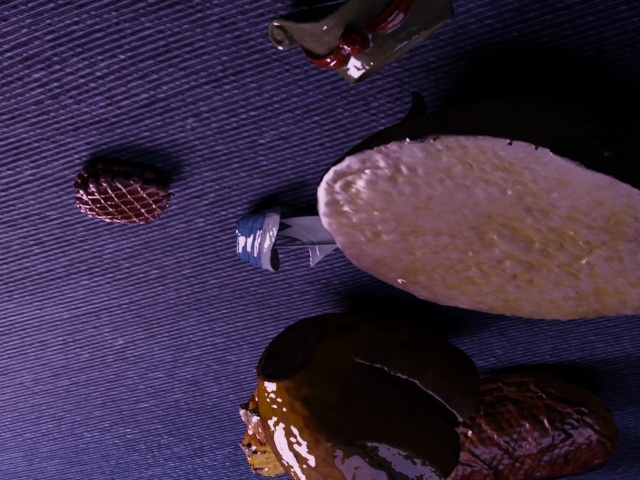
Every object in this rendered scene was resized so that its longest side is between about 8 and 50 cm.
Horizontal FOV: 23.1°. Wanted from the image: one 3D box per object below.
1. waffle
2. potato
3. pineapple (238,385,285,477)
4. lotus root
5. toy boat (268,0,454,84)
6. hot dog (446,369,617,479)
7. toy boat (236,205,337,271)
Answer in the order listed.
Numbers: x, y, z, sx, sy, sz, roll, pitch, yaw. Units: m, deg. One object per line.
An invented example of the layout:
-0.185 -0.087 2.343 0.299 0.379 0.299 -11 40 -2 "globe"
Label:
-0.166 -0.039 1.315 0.083 0.029 0.075 7 153 -16 "waffle"
0.146 -0.044 1.197 0.299 0.116 0.239 -1 149 29 "potato"
-0.018 0.187 1.699 0.233 0.079 0.135 -25 151 32 "pineapple"
0.036 0.148 1.510 0.199 0.188 0.180 -39 116 9 "lotus root"
0.036 -0.154 1.033 0.089 0.071 0.185 -32 -179 -43 "toy boat"
0.204 0.215 1.695 0.227 0.099 0.160 -14 142 2 "hot dog"
-0.008 -0.004 1.364 0.149 0.034 0.105 -8 153 20 "toy boat"
